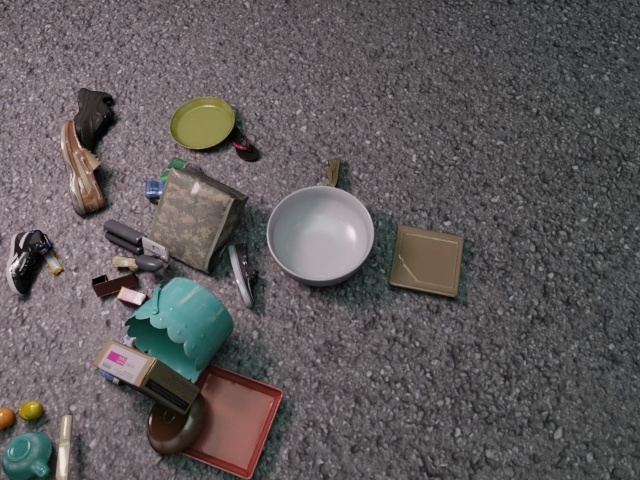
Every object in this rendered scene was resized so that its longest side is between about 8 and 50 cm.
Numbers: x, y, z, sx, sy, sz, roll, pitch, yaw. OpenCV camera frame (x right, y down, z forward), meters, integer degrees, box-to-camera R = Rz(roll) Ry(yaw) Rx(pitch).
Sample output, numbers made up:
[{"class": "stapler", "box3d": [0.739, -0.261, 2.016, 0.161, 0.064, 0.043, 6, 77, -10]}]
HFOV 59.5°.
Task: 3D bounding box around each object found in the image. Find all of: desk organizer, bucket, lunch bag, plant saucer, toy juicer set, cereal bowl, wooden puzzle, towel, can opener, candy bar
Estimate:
[{"class": "desk organizer", "box3d": [-0.652, 0.130, 1.775, 0.130, 0.050, 0.047, -18, 38, -9]}, {"class": "bucket", "box3d": [-0.399, 0.251, 1.608, 0.281, 0.281, 0.183, 30, 53, 12]}, {"class": "lunch bag", "box3d": [-0.400, -0.061, 1.807, 0.236, 0.169, 0.286, 27, 102, 7]}, {"class": "plant saucer", "box3d": [-0.415, 0.496, 1.572, 0.199, 0.036, 0.198, -15, 52, 20]}, {"class": "toy juicer set", "box3d": [-0.802, 0.560, 1.562, 0.330, 0.089, 0.209, 4, 51, 10]}, {"class": "cereal bowl", "box3d": [0.000, 0.000, 1.809, 0.340, 0.141, 0.338, 0, 64, 0]}, {"class": "wooden puzzle", "box3d": [0.349, 0.068, 1.842, 0.221, 0.044, 0.238, 11, 60, 5]}, {"class": "towel", "box3d": [-0.531, -0.175, 1.897, 0.120, 0.029, 0.067, -3, 65, -3]}, {"class": "can opener", "box3d": [-0.599, 0.018, 1.784, 0.284, 0.075, 0.095, 22, 37, 23]}, {"class": "candy bar", "box3d": [-0.892, 0.048, 1.837, 0.040, 0.018, 0.161, -34, 69, -16]}, {"class": "plant saucer", "box3d": [-0.430, -0.423, 2.053, 0.241, 0.037, 0.240, -2, 62, 4]}, {"class": "plant saucer", "box3d": [-0.269, 0.514, 1.609, 0.259, 0.047, 0.258, 18, 65, 8]}]

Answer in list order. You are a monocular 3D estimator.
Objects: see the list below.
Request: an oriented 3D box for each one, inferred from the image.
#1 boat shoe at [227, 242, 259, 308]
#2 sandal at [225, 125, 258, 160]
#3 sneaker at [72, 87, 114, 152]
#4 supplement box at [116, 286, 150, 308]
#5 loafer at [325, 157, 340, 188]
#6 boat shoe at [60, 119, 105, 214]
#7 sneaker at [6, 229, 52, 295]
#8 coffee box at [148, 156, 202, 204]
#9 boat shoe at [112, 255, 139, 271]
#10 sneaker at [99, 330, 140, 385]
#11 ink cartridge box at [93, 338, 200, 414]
[{"class": "boat shoe", "box3d": [-0.235, 0.106, 1.794, 0.076, 0.080, 0.228, -17, 58, -7]}, {"class": "sandal", "box3d": [-0.289, -0.356, 2.029, 0.067, 0.040, 0.179, -33, 69, -16]}, {"class": "sneaker", "box3d": [-0.817, -0.433, 2.026, 0.130, 0.109, 0.286, 1, 67, -10]}, {"class": "supplement box", "box3d": [-0.586, 0.183, 1.757, 0.084, 0.055, 0.043, 17, 65, 6]}, {"class": "loafer", "box3d": [0.040, -0.229, 1.970, 0.050, 0.056, 0.147, 7, 54, 3]}, {"class": "boat shoe", "box3d": [-0.807, -0.250, 1.906, 0.117, 0.123, 0.323, -12, 90, -20]}, {"class": "sneaker", "box3d": [-0.919, 0.060, 1.781, 0.121, 0.079, 0.216, -15, 67, 7]}, {"class": "coffee box", "box3d": [-0.503, -0.194, 1.947, 0.113, 0.040, 0.184, 23, 67, 9]}, {"class": "boat shoe", "box3d": [-0.606, 0.079, 1.815, 0.136, 0.050, 0.045, 8, 88, 1]}, {"class": "sneaker", "box3d": [-0.587, 0.322, 1.676, 0.081, 0.080, 0.211, 16, 65, 5]}, {"class": "ink cartridge box", "box3d": [-0.479, 0.374, 1.542, 0.235, 0.193, 0.088, 9, 60, 40]}]
